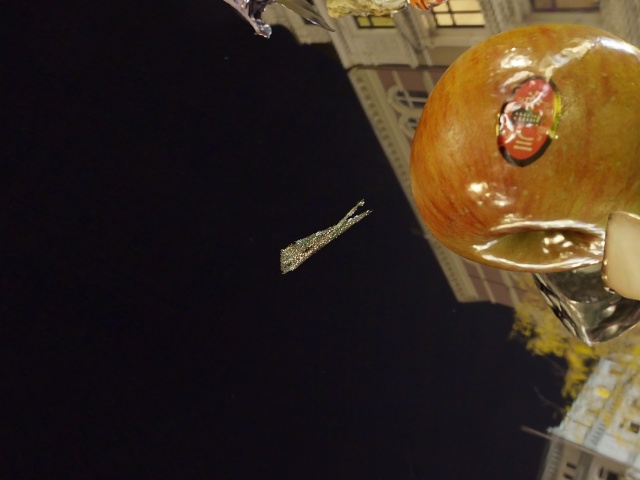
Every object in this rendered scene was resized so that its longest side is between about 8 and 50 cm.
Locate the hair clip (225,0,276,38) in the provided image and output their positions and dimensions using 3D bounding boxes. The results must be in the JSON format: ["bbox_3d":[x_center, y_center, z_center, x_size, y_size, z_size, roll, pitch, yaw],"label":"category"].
[{"bbox_3d":[-0.180,-0.521,1.467,0.137,0.278,0.090,-4,-51,-56],"label":"hair clip"}]

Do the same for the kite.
[{"bbox_3d":[0.000,0.000,1.412,0.013,0.267,0.323,54,-145,9],"label":"kite"}]

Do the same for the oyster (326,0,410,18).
[{"bbox_3d":[0.134,-0.607,1.752,0.237,0.351,0.115,-18,-72,-36],"label":"oyster"}]

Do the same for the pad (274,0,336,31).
[{"bbox_3d":[-0.116,-0.235,0.518,0.267,0.181,0.004,21,-67,-32],"label":"pad"}]

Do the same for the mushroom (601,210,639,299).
[{"bbox_3d":[0.394,-0.020,0.645,0.236,0.173,0.162,-5,-84,-34],"label":"mushroom"}]

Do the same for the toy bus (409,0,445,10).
[{"bbox_3d":[0.265,-0.545,1.203,0.329,0.153,0.143,-55,-33,-13],"label":"toy bus"}]

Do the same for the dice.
[{"bbox_3d":[0.522,0.074,1.339,0.182,0.182,0.183,-32,-40,4],"label":"dice"}]

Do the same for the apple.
[{"bbox_3d":[0.339,-0.140,1.078,0.400,0.400,0.334,31,-121,-47],"label":"apple"}]
